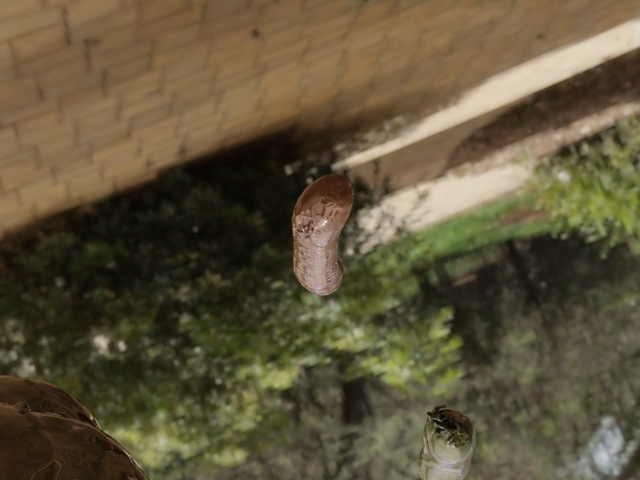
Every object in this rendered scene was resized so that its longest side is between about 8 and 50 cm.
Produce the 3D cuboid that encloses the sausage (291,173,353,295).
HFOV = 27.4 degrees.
[{"bbox_3d":[0.000,0.000,0.988,0.043,0.043,0.186,-20,161,-9],"label":"sausage"}]

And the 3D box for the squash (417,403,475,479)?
[{"bbox_3d":[0.114,0.186,1.188,0.052,0.052,0.183,-21,155,-6],"label":"squash"}]

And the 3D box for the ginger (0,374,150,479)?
[{"bbox_3d":[-0.100,0.193,0.615,0.176,0.375,0.256,-58,153,4],"label":"ginger"}]
